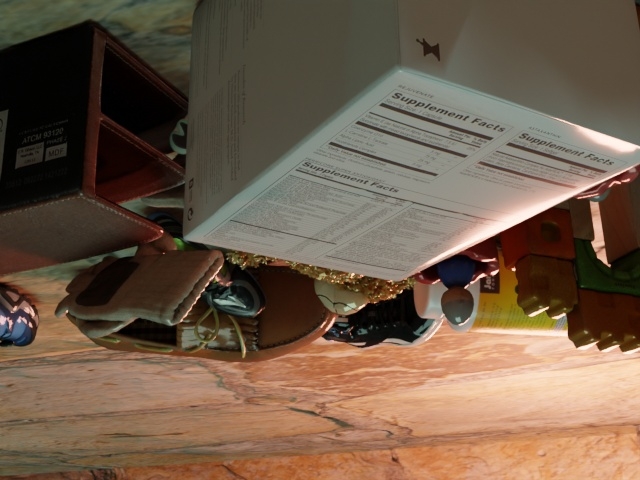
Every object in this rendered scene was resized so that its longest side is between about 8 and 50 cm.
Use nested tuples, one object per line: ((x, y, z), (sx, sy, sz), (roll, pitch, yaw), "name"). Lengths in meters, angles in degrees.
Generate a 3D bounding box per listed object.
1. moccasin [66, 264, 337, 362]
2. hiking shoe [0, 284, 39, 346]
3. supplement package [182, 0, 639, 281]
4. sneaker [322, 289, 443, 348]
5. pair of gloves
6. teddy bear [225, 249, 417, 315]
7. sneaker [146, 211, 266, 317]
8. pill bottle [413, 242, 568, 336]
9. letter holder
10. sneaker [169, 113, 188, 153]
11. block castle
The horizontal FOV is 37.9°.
((-0.161, 0.085, 1.243), (0.380, 0.139, 0.147), (3, 168, 20), "moccasin")
((-0.505, 0.116, 1.294), (0.113, 0.132, 0.304), (-8, 157, 18), "hiking shoe")
((0.051, -0.114, 0.639), (0.198, 0.199, 0.262), (12, 155, -29), "supplement package")
((0.075, 0.118, 1.382), (0.121, 0.079, 0.217), (13, 156, -33), "sneaker")
((-0.122, -0.005, 0.835), (0.204, 0.240, 0.042), (-8, 129, 44), "pair of gloves")
((0.000, 0.000, 1.049), (0.245, 0.113, 0.338), (0, 158, 5), "teddy bear")
((-0.142, 0.041, 1.116), (0.067, 0.078, 0.188), (-45, 119, 7), "sneaker")
((0.233, 0.062, 1.197), (0.215, 0.117, 0.117), (3, 158, -9), "pill bottle")
((-0.268, -0.048, 0.870), (0.301, 0.152, 0.214), (-11, 158, 24), "letter holder")
((-0.095, -0.100, 0.848), (0.098, 0.038, 0.069), (-32, 176, -20), "sneaker")
((0.324, -0.031, 0.839), (0.453, 0.213, 0.303), (7, 157, -18), "block castle")
